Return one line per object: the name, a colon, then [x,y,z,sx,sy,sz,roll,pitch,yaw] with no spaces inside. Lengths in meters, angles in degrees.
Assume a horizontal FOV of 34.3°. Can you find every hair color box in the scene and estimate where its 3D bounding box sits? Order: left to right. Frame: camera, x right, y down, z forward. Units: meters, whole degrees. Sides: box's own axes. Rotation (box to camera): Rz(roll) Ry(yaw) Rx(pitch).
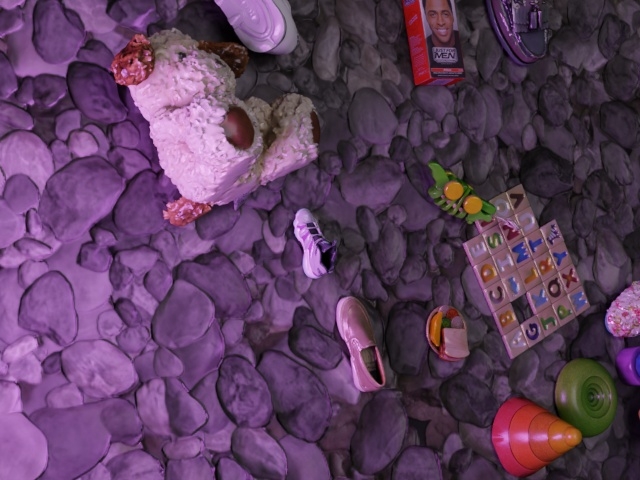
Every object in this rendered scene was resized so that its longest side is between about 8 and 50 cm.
hair color box: [0.174,-0.312,1.590,0.072,0.043,0.141,-6,84,-32]

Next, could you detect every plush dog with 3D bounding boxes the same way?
plush dog: [-0.155,-0.161,1.303,0.262,0.210,0.225,-12,72,-61]

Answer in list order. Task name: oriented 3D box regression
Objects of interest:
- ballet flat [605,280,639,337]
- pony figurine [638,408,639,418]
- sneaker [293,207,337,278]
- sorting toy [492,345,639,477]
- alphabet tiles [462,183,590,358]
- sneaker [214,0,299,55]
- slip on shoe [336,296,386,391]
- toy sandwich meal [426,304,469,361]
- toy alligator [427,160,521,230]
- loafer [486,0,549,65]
ballet flat: [0.584,0.100,1.757,0.241,0.077,0.091,-21,94,-33]
pony figurine: [0.685,0.242,1.597,0.351,0.363,0.303,-18,80,-40]
sneaker: [0.000,0.000,1.410,0.038,0.069,0.098,-15,90,-34]
sorting toy: [0.435,0.252,1.607,0.365,0.126,0.127,-23,93,-32]
alphabet tiles: [0.324,0.039,1.644,0.198,0.009,0.237,-27,96,-32]
sneaker: [-0.105,-0.355,1.408,0.235,0.090,0.095,65,25,5]
slip on shoe: [0.059,0.143,1.439,0.051,0.041,0.135,-8,86,-33]
toy sandwich meal: [0.192,0.137,1.531,0.085,0.029,0.086,6,78,-31]
toy alligator: [0.223,-0.051,1.572,0.189,0.056,0.051,34,105,-21]
loafer: [0.320,-0.420,1.676,0.096,0.084,0.268,-15,90,-33]
